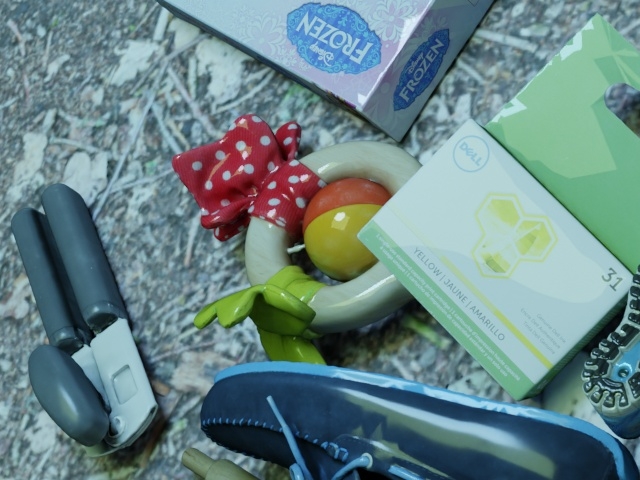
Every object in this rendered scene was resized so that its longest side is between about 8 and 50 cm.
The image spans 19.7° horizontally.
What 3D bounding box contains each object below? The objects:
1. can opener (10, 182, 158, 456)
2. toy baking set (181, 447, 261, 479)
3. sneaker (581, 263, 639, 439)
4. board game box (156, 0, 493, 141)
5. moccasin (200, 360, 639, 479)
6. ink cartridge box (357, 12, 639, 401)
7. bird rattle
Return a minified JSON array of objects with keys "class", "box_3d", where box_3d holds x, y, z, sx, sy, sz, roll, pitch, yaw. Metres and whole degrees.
[{"class":"can opener","box_3d":[-0.214,0.059,1.562,0.076,0.095,0.283,-37,51,15]},{"class":"toy baking set","box_3d":[-0.105,0.259,1.423,0.256,0.030,0.197,32,88,42]},{"class":"sneaker","box_3d":[0.233,0.067,1.251,0.063,0.073,0.162,25,62,36]},{"class":"board game box","box_3d":[0.037,-0.283,1.571,0.318,0.066,0.318,32,88,42]},{"class":"moccasin","box_3d":[0.047,0.161,1.288,0.342,0.138,0.117,5,69,38]},{"class":"ink cartridge box","box_3d":[0.168,-0.026,1.310,0.235,0.056,0.171,-46,76,10]},{"class":"bird rattle","box_3d":[0.000,0.000,1.450,0.207,0.143,0.253,-16,45,16]}]
